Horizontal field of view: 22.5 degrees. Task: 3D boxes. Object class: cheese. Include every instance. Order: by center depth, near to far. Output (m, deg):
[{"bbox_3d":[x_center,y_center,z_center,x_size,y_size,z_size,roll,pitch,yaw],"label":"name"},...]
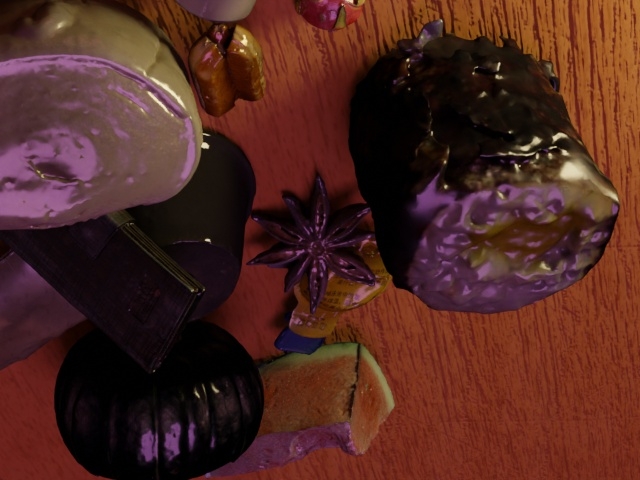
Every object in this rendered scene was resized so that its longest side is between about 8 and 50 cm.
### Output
[{"bbox_3d":[0.015,0.078,2.333,0.156,0.064,0.250,14,127,-32],"label":"cheese"}]

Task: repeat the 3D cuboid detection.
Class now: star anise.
[{"bbox_3d":[0.000,0.000,2.218,0.195,0.065,0.182,39,109,-7],"label":"star anise"}]

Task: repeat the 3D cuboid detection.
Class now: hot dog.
[{"bbox_3d":[-0.112,-0.202,1.921,0.092,0.062,0.236,-26,169,-7],"label":"hot dog"}]

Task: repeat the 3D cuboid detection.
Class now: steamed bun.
[{"bbox_3d":[-0.331,-0.159,1.805,0.383,0.247,0.236,-11,119,-10],"label":"steamed bun"}]

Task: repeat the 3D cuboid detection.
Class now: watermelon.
[{"bbox_3d":[-0.034,0.257,2.417,0.318,0.226,0.148,-20,114,-16],"label":"watermelon"}]

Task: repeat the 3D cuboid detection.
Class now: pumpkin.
[{"bbox_3d":[-0.221,0.193,2.225,0.296,0.296,0.296,-11,139,-10],"label":"pumpkin"}]

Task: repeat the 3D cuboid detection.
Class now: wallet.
[{"bbox_3d":[-0.292,0.012,1.989,0.044,0.317,0.169,-36,164,-50],"label":"wallet"}]

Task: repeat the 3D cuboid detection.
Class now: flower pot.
[{"bbox_3d":[-0.198,0.000,2.090,0.269,0.166,0.269,-10,141,-9],"label":"flower pot"}]

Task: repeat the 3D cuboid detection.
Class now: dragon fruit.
[{"bbox_3d":[0.014,-0.288,1.927,0.083,0.060,0.056,-7,142,-11],"label":"dragon fruit"}]

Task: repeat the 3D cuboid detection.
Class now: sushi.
[{"bbox_3d":[0.190,-0.086,2.042,0.299,0.294,0.281,10,136,-28],"label":"sushi"}]

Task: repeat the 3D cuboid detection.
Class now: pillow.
[{"bbox_3d":[-0.435,0.106,2.174,0.302,0.075,0.185,-31,137,19],"label":"pillow"}]

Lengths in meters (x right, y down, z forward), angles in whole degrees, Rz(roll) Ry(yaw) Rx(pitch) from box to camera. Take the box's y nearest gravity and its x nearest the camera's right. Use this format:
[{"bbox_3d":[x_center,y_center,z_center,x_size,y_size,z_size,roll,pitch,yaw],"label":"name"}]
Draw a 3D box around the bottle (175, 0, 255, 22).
[{"bbox_3d":[-0.087,-0.358,1.767,0.110,0.110,0.233,5,135,-26],"label":"bottle"}]
